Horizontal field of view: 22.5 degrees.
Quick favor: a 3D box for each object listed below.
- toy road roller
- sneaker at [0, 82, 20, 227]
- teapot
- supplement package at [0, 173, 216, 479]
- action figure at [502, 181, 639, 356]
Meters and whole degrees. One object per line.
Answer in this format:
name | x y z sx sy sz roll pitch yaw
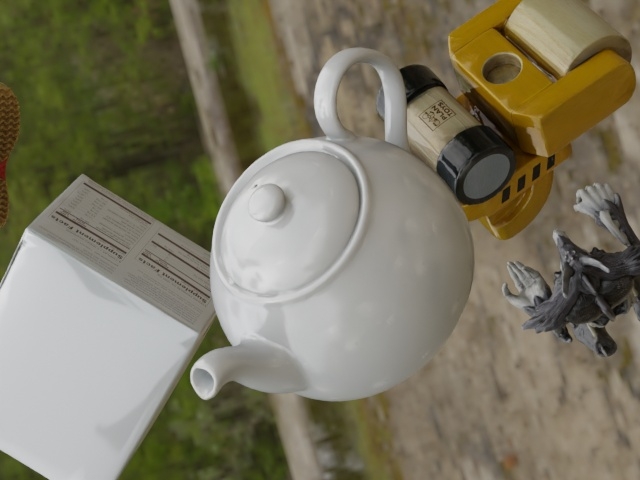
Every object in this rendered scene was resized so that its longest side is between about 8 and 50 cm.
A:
toy road roller | 0.252 -0.153 2.124 0.202 0.329 0.240 50 173 38
sneaker | -0.411 -0.104 1.913 0.084 0.069 0.186 23 109 36
teapot | 0.000 0.000 1.381 0.187 0.252 0.256 44 -160 -48
supplement package | -0.242 0.107 1.692 0.262 0.204 0.145 -59 0 29
action figure | 0.275 0.036 1.692 0.141 0.164 0.275 53 -174 22
